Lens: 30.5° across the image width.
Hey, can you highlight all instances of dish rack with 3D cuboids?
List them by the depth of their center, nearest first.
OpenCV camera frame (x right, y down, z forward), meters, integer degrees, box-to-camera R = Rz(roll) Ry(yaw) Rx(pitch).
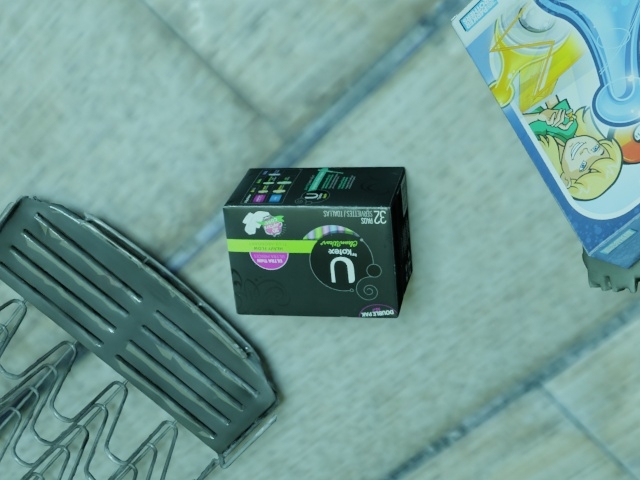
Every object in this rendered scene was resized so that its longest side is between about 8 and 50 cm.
[{"bbox_3d":[-0.163,0.115,0.675,0.208,0.074,0.271,39,119,-8],"label":"dish rack"}]

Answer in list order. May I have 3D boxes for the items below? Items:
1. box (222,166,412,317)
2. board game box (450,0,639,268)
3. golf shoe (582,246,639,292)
[{"bbox_3d":[0.000,0.000,0.587,0.083,0.052,0.062,0,116,13],"label":"box"},{"bbox_3d":[0.156,-0.103,0.456,0.035,0.136,0.201,14,132,-45],"label":"board game box"},{"bbox_3d":[0.224,-0.067,0.483,0.272,0.105,0.120,-27,91,19],"label":"golf shoe"}]
